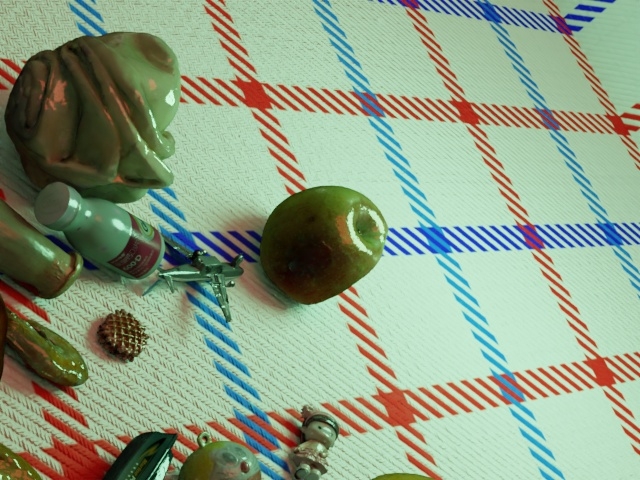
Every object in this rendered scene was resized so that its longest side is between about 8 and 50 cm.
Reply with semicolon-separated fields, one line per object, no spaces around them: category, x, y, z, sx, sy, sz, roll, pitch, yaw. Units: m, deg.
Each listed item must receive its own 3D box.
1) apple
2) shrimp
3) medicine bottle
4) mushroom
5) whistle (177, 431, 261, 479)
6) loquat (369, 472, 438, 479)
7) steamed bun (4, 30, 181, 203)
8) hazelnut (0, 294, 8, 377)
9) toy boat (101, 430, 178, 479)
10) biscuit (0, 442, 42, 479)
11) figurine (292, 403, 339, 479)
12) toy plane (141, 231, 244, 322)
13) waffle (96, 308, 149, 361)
apple;0.000;0.000;2.197;0.174;0.188;0.207;25;46;-35
shrimp;-0.401;0.139;1.793;0.190;0.042;0.101;39;18;-13
medicine bottle;-0.326;-0.015;1.904;0.217;0.090;0.090;35;34;-53
mushroom;-0.453;-0.006;1.817;0.247;0.108;0.096;36;75;-14
whistle;-0.123;0.373;1.818;0.123;0.123;0.223;-22;90;-52
loquat;0.128;0.453;1.902;0.235;0.235;0.235;27;42;-28
steamed bun;-0.354;-0.191;1.920;0.207;0.280;0.268;8;74;-44
hazelnut;-0.528;0.108;1.456;0.366;0.366;0.366;27;42;-28
toy boat;-0.250;0.336;1.727;0.103;0.093;0.246;38;37;-3
biscuit;-0.443;0.340;1.530;0.213;0.091;0.274;39;40;-17
figurine;-0.014;0.321;2.022;0.072;0.054;0.129;26;48;-6
toy plane;-0.192;0.051;2.065;0.226;0.058;0.226;-12;51;-49
waffle;-0.291;0.139;1.911;0.075;0.029;0.083;45;35;-7
